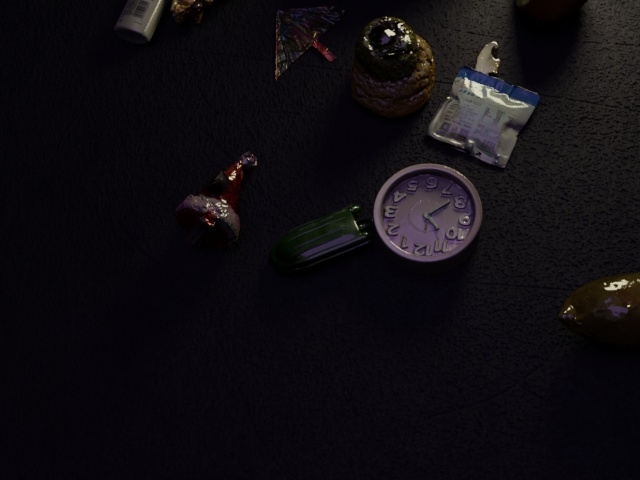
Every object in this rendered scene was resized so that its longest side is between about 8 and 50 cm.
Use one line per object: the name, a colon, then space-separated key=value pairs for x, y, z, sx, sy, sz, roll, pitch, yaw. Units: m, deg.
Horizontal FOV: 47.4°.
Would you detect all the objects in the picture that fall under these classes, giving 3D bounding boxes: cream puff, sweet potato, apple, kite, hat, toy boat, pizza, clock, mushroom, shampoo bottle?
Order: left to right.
shampoo bottle: x=-0.384 y=-0.552 z=1.647 sx=0.086 sy=0.056 sz=0.227 roll=13 pitch=71 yaw=16
pizza: x=-0.261 y=-0.555 z=1.624 sx=0.154 sy=0.069 sz=0.194 roll=34 pitch=84 yaw=19
hat: x=-0.186 y=-0.093 z=1.406 sx=0.129 sy=0.140 sz=0.227 roll=23 pitch=61 yaw=6
kite: x=-0.037 y=-0.439 z=1.571 sx=0.232 sy=0.009 sz=0.189 roll=-44 pitch=70 yaw=-8
toy boat: x=0.000 y=0.000 z=1.369 sx=0.210 sy=0.052 sz=0.104 roll=-23 pitch=51 yaw=0
cream puff: x=0.138 y=-0.352 z=1.422 sx=0.183 sy=0.169 sz=0.183 roll=-3 pitch=68 yaw=7
clock: x=0.197 y=-0.040 z=1.344 sx=0.197 sy=0.068 sz=0.196 roll=-3 pitch=69 yaw=8
mushroom: x=0.336 y=-0.354 z=1.471 sx=0.049 sy=0.019 sz=0.101 roll=16 pitch=76 yaw=17
apple: x=0.470 y=-0.531 z=1.436 sx=0.160 sy=0.173 sz=0.195 roll=0 pitch=73 yaw=12
sweet potato: x=0.597 y=0.115 z=1.190 sx=0.423 sy=0.130 sz=0.130 roll=0 pitch=69 yaw=4

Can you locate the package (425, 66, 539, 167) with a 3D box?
package: x=0.317 y=-0.244 z=1.426 sx=0.171 sy=0.027 sz=0.173 roll=26 pitch=79 yaw=19
